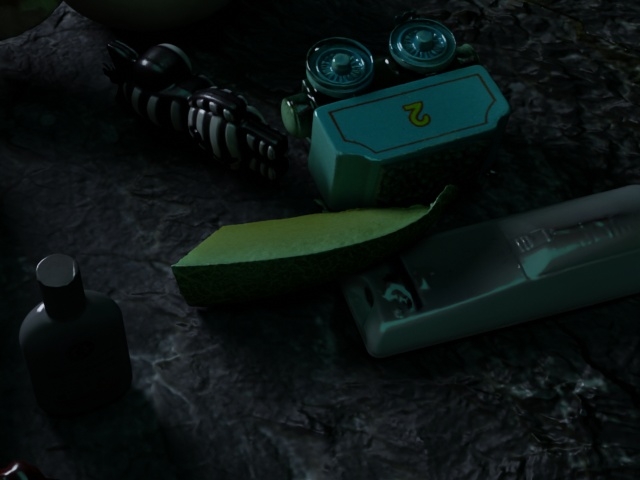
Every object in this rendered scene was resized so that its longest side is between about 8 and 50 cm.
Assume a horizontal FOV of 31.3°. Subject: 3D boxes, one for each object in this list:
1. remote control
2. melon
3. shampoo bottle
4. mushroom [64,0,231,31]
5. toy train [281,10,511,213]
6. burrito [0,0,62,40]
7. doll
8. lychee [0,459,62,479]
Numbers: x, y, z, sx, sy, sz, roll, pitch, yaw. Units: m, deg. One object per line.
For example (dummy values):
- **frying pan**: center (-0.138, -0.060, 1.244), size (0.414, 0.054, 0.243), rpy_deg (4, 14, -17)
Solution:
- **remote control**: center (0.175, 0.015, 1.015), size (0.313, 0.055, 0.109), rpy_deg (-13, 52, -12)
- **melon**: center (0.001, -0.001, 1.012), size (0.262, 0.053, 0.114), rpy_deg (-14, 25, -3)
- **shampoo bottle**: center (-0.189, 0.074, 0.877), size (0.080, 0.165, 0.040), rpy_deg (-16, 53, -16)
- **mushroom**: center (-0.185, -0.342, 1.206), size (0.246, 0.202, 0.246), rpy_deg (-6, 48, 7)
- **toy train**: center (0.072, -0.114, 1.084), size (0.203, 0.112, 0.163), rpy_deg (-18, 59, -14)
- **burrito**: center (-0.401, -0.249, 1.128), size (0.348, 0.107, 0.175), rpy_deg (-16, 52, 9)
- **doll**: center (-0.120, -0.128, 1.097), size (0.219, 0.091, 0.067), rpy_deg (29, 61, 20)
- **lychee**: center (-0.370, 0.169, 0.641), size (0.500, 0.424, 0.424), rpy_deg (-8, 48, -36)
